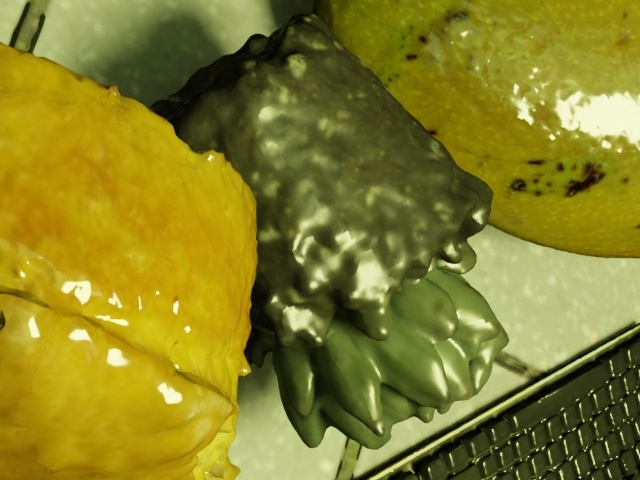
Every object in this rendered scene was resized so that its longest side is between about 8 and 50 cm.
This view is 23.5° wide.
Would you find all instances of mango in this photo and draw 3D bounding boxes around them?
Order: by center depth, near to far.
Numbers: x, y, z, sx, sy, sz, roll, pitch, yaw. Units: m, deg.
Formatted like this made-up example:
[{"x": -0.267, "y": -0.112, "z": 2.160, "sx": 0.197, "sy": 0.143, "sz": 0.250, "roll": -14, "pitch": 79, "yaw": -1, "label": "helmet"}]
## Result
[{"x": 0.150, "y": -0.084, "z": 0.831, "sx": 0.330, "sy": 0.175, "sz": 0.176, "roll": 3, "pitch": 52, "yaw": -34, "label": "mango"}]

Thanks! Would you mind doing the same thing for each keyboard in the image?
[{"x": 0.101, "y": 0.146, "z": 0.854, "sx": 0.317, "sy": 0.027, "sz": 0.106, "roll": -24, "pitch": 99, "yaw": -37, "label": "keyboard"}]

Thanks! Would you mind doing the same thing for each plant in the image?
[{"x": 0.000, "y": 0.000, "z": 0.730, "sx": 0.129, "sy": 0.132, "sz": 0.194, "roll": -38, "pitch": 103, "yaw": -30, "label": "plant"}]

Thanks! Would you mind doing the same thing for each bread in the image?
[{"x": -0.144, "y": 0.019, "z": 0.547, "sx": 0.268, "sy": 0.268, "sz": 0.145, "roll": 24, "pitch": 67, "yaw": -33, "label": "bread"}]
